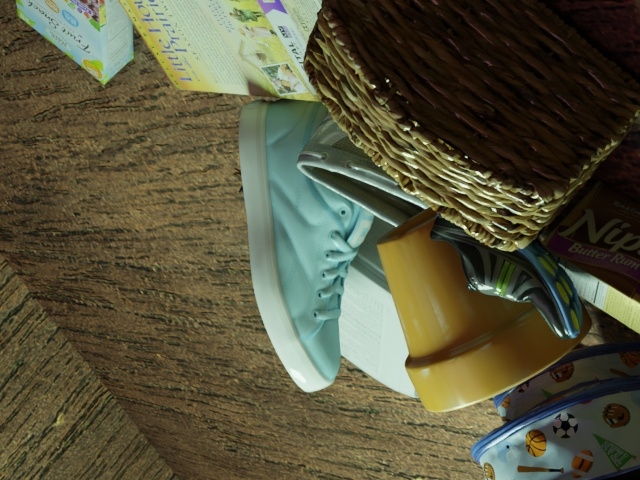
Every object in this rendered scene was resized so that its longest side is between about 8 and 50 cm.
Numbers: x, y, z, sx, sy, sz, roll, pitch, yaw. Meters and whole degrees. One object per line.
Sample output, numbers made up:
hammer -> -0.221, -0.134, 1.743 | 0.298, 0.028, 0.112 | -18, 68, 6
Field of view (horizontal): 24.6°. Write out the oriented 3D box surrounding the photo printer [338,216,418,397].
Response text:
photo printer -> 0.069, 0.074, 1.983 | 0.256, 0.107, 0.307 | 36, 155, 20

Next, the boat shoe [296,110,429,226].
boat shoe -> 0.119, -0.033, 1.717 | 0.320, 0.103, 0.118 | 39, 157, -9

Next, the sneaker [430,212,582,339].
sneaker -> 0.188, 0.032, 1.474 | 0.188, 0.078, 0.067 | 43, -160, 11

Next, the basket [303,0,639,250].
basket -> 0.123, -0.125, 1.442 | 0.299, 0.213, 0.223 | 42, 155, 6

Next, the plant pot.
plant pot -> 0.160, 0.053, 1.587 | 0.188, 0.205, 0.205 | 61, 154, -6

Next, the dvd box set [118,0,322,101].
dvd box set -> -0.112, -0.301, 1.722 | 0.420, 0.062, 0.307 | 11, 140, 51

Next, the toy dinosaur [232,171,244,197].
toy dinosaur -> -0.082, -0.054, 2.129 | 0.082, 0.047, 0.090 | 57, -172, -46

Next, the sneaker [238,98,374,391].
sneaker -> 0.000, 0.000, 1.783 | 0.150, 0.135, 0.366 | -9, 94, 20

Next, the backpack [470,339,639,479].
backpack -> 0.305, 0.228, 1.616 | 0.276, 0.263, 0.213 | -44, 63, 37

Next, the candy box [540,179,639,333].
candy box -> 0.328, 0.029, 1.495 | 0.186, 0.109, 0.053 | 35, 152, 23

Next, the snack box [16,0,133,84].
snack box -> -0.343, -0.337, 2.022 | 0.174, 0.070, 0.207 | 38, 157, 14
